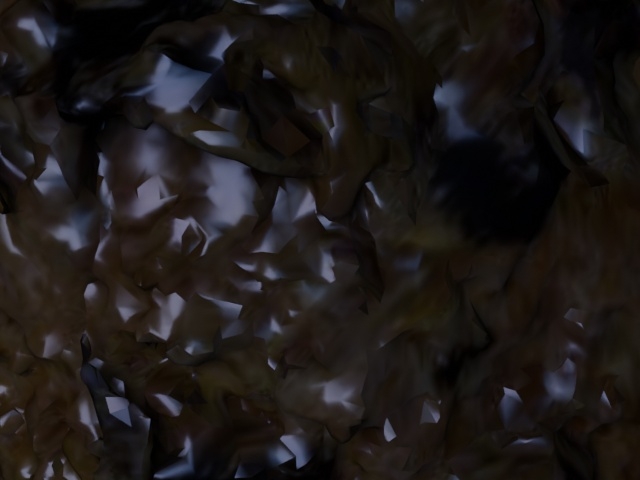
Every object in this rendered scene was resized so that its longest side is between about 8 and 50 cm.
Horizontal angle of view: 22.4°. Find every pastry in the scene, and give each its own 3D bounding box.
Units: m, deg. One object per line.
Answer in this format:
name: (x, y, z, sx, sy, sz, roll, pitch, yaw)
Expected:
pastry: (0.000, 0.000, 0.447, 0.193, 0.275, 0.275, 5, 87, 58)
